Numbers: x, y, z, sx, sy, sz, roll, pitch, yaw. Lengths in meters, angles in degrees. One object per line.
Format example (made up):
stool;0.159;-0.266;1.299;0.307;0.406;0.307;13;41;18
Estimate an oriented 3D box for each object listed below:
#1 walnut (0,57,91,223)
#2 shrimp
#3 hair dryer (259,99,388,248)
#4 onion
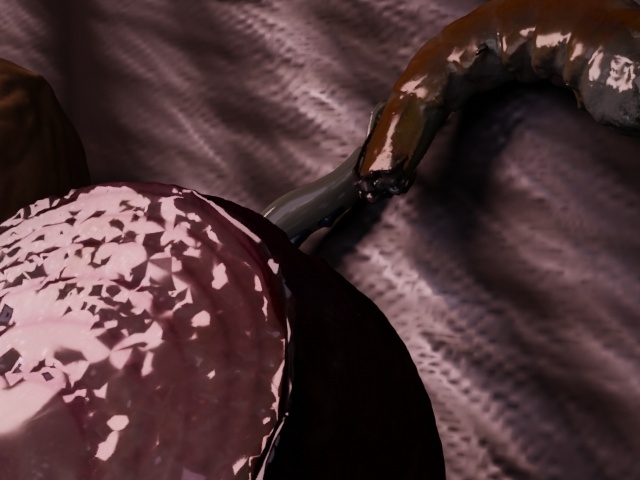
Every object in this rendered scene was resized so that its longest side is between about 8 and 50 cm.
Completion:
walnut;-0.247;0.002;0.702;0.261;0.225;0.225;-45;50;5
shrimp;0.097;-0.064;0.610;0.166;0.049;0.161;-41;46;-5
hair dryer;-0.001;0.019;0.649;0.199;0.067;0.167;-23;63;2
onion;-0.062;0.128;0.497;0.256;0.230;0.272;-35;40;0
